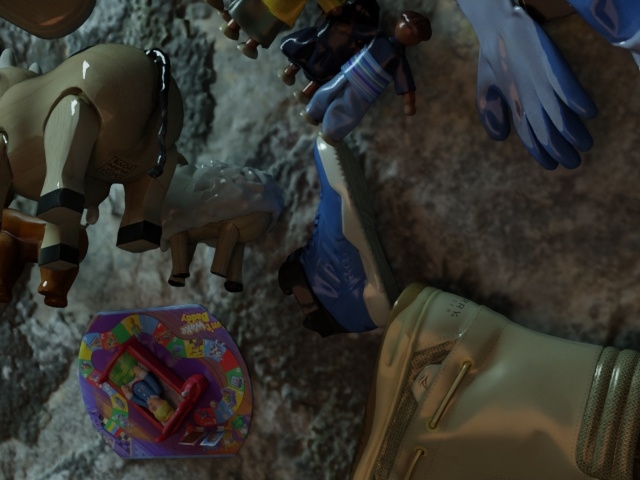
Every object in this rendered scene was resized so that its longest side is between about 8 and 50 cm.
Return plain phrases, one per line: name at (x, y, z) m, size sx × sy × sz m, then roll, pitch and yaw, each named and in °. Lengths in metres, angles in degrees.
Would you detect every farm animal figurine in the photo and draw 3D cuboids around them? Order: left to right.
farm animal figurine at (-0.229, -0.078, 0.903) m, size 0.327 × 0.330 × 0.172 m, roll -4°, pitch 70°, yaw 27°

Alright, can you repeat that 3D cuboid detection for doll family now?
doll family at (0.001, -0.158, 0.892) m, size 0.193 × 0.076 × 0.111 m, roll 46°, pitch 106°, yaw 1°

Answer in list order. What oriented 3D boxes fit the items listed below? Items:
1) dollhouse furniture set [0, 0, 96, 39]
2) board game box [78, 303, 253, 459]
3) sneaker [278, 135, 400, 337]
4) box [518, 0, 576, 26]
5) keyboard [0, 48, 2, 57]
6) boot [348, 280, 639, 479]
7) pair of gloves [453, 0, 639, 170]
dollhouse furniture set at (-0.133, -0.337, 0.762) m, size 0.256 × 0.362 × 0.394 m, roll 30°, pitch 83°, yaw 16°
board game box at (-0.139, 0.124, 1.044) m, size 0.169 × 0.033 × 0.133 m, roll -6°, pitch 100°, yaw 25°
sneaker at (0.000, 0.000, 0.937) m, size 0.085 × 0.058 × 0.152 m, roll -15°, pitch 103°, yaw 18°
box at (0.159, -0.192, 0.842) m, size 0.067 × 0.018 × 0.083 m, roll -16°, pitch 96°, yaw 27°
keyboard at (-0.394, -0.095, 1.105) m, size 0.317 × 0.033 × 0.201 m, roll -29°, pitch 90°, yaw 28°
boot at (0.129, 0.177, 0.907) m, size 0.203 × 0.095 × 0.262 m, roll 15°, pitch 104°, yaw 19°
pair of gloves at (0.154, -0.137, 0.814) m, size 0.159 × 0.023 × 0.198 m, roll 61°, pitch 143°, yaw 10°
